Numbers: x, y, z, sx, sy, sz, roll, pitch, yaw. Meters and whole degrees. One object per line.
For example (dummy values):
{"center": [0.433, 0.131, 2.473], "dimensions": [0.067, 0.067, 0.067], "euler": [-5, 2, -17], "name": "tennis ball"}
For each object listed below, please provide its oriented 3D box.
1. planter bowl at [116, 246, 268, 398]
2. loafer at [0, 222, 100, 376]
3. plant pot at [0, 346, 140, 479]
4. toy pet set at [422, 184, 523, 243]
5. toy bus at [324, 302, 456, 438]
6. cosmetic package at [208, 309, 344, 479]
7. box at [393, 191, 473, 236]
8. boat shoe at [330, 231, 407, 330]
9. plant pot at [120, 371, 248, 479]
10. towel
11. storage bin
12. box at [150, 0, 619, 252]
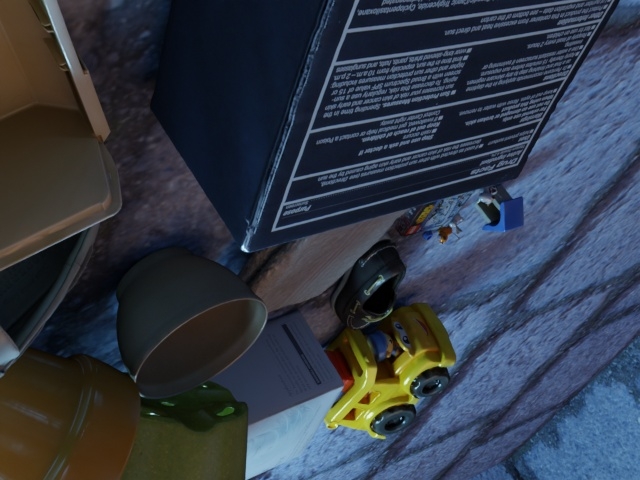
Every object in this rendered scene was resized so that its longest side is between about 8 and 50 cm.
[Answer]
{"center": [-0.152, 0.077, 1.028], "dimensions": [0.162, 0.109, 0.162], "euler": [-30, 153, -16], "name": "planter bowl"}
{"center": [-0.281, 0.068, 0.710], "dimensions": [0.111, 0.112, 0.319], "euler": [-16, -148, 43], "name": "loafer"}
{"center": [-0.307, 0.177, 0.904], "dimensions": [0.188, 0.205, 0.205], "euler": [36, 113, -28], "name": "plant pot"}
{"center": [0.227, -0.029, 1.356], "dimensions": [0.114, 0.065, 0.122], "euler": [-14, 149, -37], "name": "toy pet set"}
{"center": [0.071, 0.197, 1.517], "dimensions": [0.211, 0.149, 0.220], "euler": [14, 127, -38], "name": "toy bus"}
{"center": [-0.118, 0.240, 1.342], "dimensions": [0.224, 0.138, 0.224], "euler": [-17, 151, -30], "name": "cosmetic package"}
{"center": [0.163, -0.064, 1.258], "dimensions": [0.093, 0.027, 0.137], "euler": [-13, 148, -41], "name": "box"}
{"center": [0.069, 0.076, 1.348], "dimensions": [0.081, 0.069, 0.228], "euler": [-24, 154, -20], "name": "boat shoe"}
{"center": [-0.188, 0.293, 1.083], "dimensions": [0.276, 0.276, 0.254], "euler": [2, 102, -52], "name": "plant pot"}
{"center": [0.000, 0.000, 1.114], "dimensions": [0.187, 0.049, 0.282], "euler": [-15, 156, -47], "name": "towel"}
{"center": [-0.270, -0.078, 0.588], "dimensions": [0.260, 0.123, 0.262], "euler": [-27, 154, -13], "name": "storage bin"}
{"center": [0.055, -0.177, 0.721], "dimensions": [0.296, 0.183, 0.294], "euler": [-15, 145, -33], "name": "box"}
